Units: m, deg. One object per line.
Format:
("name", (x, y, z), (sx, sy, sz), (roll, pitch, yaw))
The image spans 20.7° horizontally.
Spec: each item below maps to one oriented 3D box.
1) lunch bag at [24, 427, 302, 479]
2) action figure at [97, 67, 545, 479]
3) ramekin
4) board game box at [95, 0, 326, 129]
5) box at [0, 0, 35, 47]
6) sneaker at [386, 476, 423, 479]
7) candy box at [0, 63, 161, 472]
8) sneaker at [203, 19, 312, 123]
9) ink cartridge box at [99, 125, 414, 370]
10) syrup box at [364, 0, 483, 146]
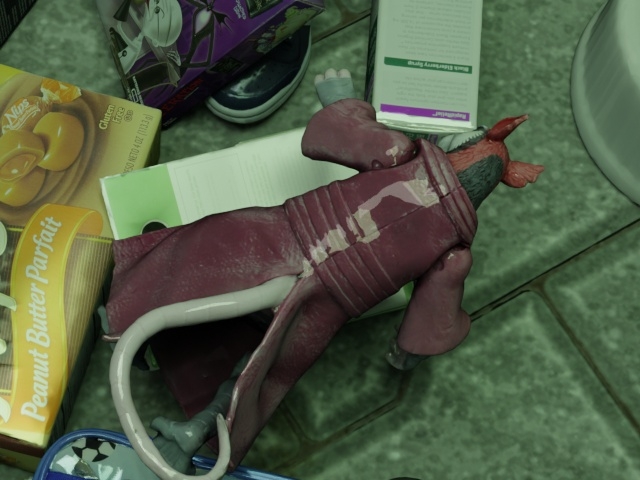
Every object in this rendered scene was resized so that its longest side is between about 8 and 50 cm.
("lunch bag", (-0.106, 0.274, 1.345), (0.303, 0.115, 0.243), (16, 64, 1))
("action figure", (0.000, 0.000, 1.325), (0.370, 0.276, 0.248), (-32, 87, 3))
("ramekin", (0.371, -0.156, 1.557), (0.277, 0.135, 0.277), (2, 67, -3))
("board game box", (-0.133, -0.299, 1.555), (0.208, 0.056, 0.347), (-32, 66, 28))
("box", (-0.360, -0.215, 1.547), (0.156, 0.093, 0.158), (28, 68, 7))
("sneaker", (0.006, 0.277, 1.226), (0.109, 0.130, 0.286), (34, 62, 9))
("candy box", (-0.264, 0.016, 1.455), (0.183, 0.087, 0.316), (16, 66, 1))
("sneaker", (-0.030, -0.249, 1.554), (0.099, 0.153, 0.282), (23, 67, 6))
("ink cartridge box", (-0.053, 0.002, 1.472), (0.235, 0.056, 0.171), (-15, 85, -10))
("syrup box", (0.092, -0.184, 1.568), (0.096, 0.093, 0.237), (7, 66, -2))
